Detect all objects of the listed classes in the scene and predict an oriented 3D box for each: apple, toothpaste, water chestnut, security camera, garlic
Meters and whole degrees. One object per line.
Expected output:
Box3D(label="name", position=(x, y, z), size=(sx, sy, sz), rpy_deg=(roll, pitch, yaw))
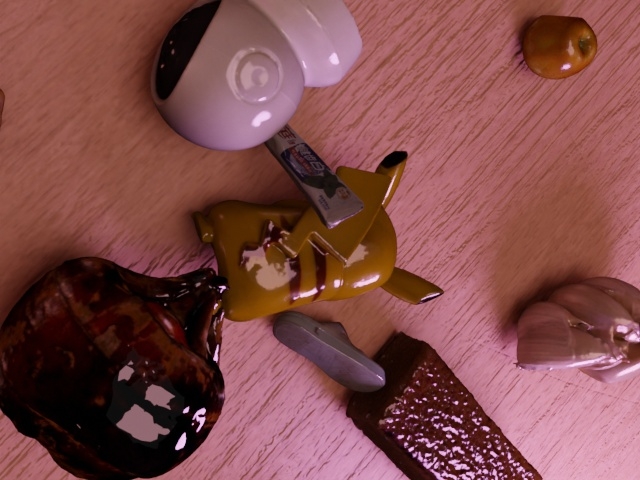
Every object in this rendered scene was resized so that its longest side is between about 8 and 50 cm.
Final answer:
Box3D(label="apple", position=(0.377, -0.302, 1.269), size=(0.114, 0.102, 0.099), rpy_deg=(-2, 103, -31))
Box3D(label="toothpaste", position=(-0.031, -0.105, 1.027), size=(0.060, 0.233, 0.038), rpy_deg=(-25, 148, -23))
Box3D(label="water chestnut", position=(-0.234, 0.149, 0.959), size=(0.289, 0.289, 0.244), rpy_deg=(63, 39, -27))
Box3D(label="security camera", position=(-0.091, -0.211, 0.972), size=(0.236, 0.194, 0.194), rpy_deg=(-45, 121, -10))
Box3D(label="garlic", position=(0.478, 0.149, 1.402), size=(0.281, 0.203, 0.184), rpy_deg=(13, 78, -29))

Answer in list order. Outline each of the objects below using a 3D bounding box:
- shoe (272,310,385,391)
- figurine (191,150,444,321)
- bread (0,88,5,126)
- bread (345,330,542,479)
Box3D(label="shoe", position=(0.020, 0.150, 1.198), size=(0.195, 0.079, 0.078), rpy_deg=(32, 51, -18))
Box3D(label="figurine", position=(-0.007, 0.001, 1.089), size=(0.327, 0.169, 0.218), rpy_deg=(-11, 101, -30))
Box3D(label="bread", position=(-0.446, -0.148, 0.845), size=(0.225, 0.081, 0.134), rpy_deg=(32, 81, -31))
Box3D(label="bread", position=(0.214, 0.342, 1.339), size=(0.165, 0.113, 0.416), rpy_deg=(-49, 119, -16))
